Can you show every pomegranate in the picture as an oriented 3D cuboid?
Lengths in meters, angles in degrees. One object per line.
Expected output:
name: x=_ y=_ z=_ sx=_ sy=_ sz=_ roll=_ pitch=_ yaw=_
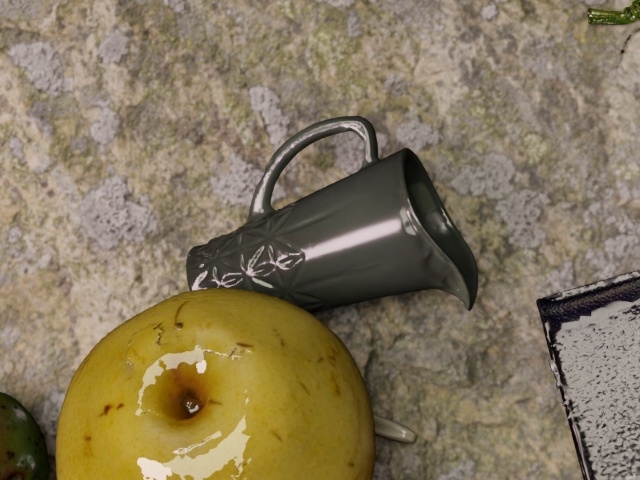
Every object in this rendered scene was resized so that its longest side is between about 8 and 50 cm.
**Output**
pomegranate: x=-0.421 y=0.254 z=1.738 sx=0.224 sy=0.181 sz=0.181 roll=9 pitch=79 yaw=32

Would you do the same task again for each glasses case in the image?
glasses case: x=0.067 y=0.206 z=1.683 sx=0.083 sy=0.032 sz=0.021 roll=18 pitch=78 yaw=18

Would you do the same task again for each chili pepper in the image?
chili pepper: x=0.344 y=-0.259 z=1.723 sx=0.083 sy=0.022 sz=0.027 roll=-13 pitch=76 yaw=16

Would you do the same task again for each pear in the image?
pear: x=-0.109 y=0.215 z=1.577 sx=0.348 sy=0.348 sz=0.348 roll=-3 pitch=76 yaw=14

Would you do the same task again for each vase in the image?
vase: x=0.000 y=0.000 z=1.694 sx=0.300 sy=0.156 sz=0.251 roll=-19 pitch=86 yaw=17

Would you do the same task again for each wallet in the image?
wallet: x=0.364 y=0.159 z=1.604 sx=0.221 sy=0.071 sz=0.262 roll=-15 pitch=77 yaw=6
